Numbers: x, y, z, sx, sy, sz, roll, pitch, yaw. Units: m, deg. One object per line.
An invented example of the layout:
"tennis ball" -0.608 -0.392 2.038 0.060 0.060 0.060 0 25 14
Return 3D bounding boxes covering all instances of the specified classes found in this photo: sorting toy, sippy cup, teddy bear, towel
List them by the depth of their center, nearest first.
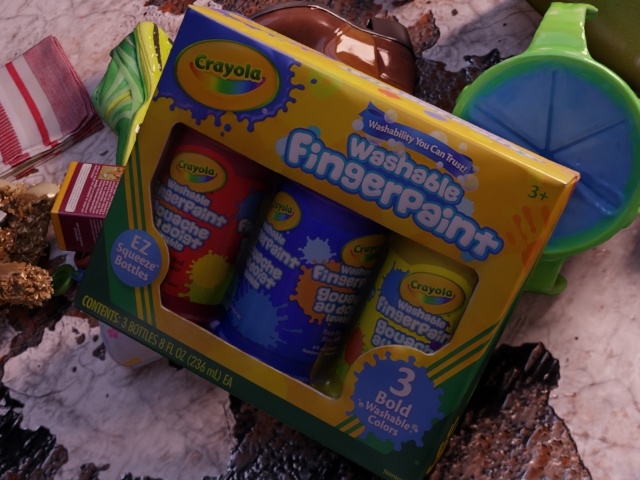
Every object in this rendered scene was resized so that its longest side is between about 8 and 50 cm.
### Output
"sippy cup" 0.281 -0.108 1.378 0.240 0.224 0.305 42 108 8
"sorting toy" -0.333 0.048 1.619 0.102 0.042 0.061 -46 39 -1
"teddy bear" -0.475 0.041 1.634 0.245 0.113 0.338 -5 49 10
"towel" -0.525 -0.178 1.831 0.329 0.037 0.237 -32 53 -4

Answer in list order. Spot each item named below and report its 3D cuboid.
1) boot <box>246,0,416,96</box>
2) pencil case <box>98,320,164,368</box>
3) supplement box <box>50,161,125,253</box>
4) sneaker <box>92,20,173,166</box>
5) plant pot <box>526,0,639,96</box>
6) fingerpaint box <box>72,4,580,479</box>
"boot" 0.017 -0.189 1.593 0.264 0.096 0.281 9 55 -20
"pencil case" -0.148 0.080 1.487 0.273 0.124 0.113 -13 18 8
"supplement box" -0.261 -0.039 1.590 0.188 0.081 0.104 6 48 5
"sneaker" -0.272 -0.189 1.730 0.123 0.109 0.296 -24 51 29
"plant pot" 0.431 -0.358 1.477 0.366 0.366 0.353 -27 65 -1
"fingerpaint box" 0.000 0.000 1.279 0.444 0.163 0.371 28 104 12
